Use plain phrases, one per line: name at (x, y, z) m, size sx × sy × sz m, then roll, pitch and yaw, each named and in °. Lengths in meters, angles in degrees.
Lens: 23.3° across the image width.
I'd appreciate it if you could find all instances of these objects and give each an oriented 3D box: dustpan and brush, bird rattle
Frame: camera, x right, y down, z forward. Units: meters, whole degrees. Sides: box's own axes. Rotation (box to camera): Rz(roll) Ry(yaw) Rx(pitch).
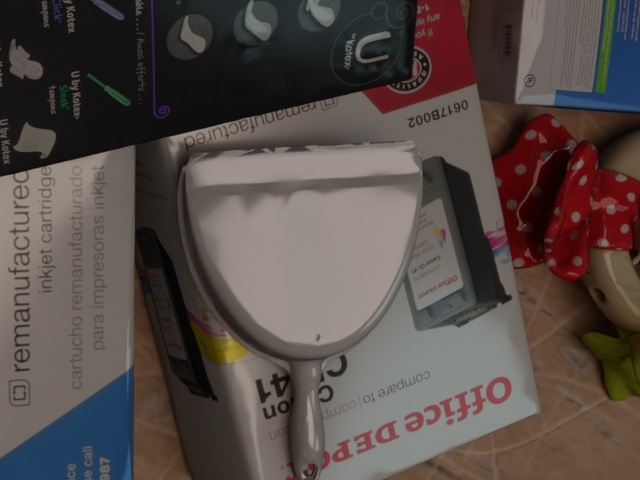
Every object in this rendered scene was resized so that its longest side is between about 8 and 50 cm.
dustpan and brush at (-0.009, 0.049, 0.934) m, size 0.147 × 0.060 × 0.211 m, roll -4°, pitch 93°, yaw -10°
bird rattle at (0.238, 0.001, 1.171) m, size 0.207 × 0.143 × 0.253 m, roll -41°, pitch 99°, yaw -27°

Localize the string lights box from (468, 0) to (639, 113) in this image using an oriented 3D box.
string lights box at (0.240, -0.160, 1.146) m, size 0.260 × 0.077 × 0.133 m, roll 2°, pitch 97°, yaw -26°

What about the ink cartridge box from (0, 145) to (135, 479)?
ink cartridge box at (-0.314, 0.074, 0.867) m, size 0.395 × 0.166 × 0.285 m, roll -3°, pitch 99°, yaw -25°

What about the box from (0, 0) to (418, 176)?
box at (-0.098, -0.154, 0.839) m, size 0.270 × 0.165 × 0.143 m, roll -15°, pitch 129°, yaw -23°

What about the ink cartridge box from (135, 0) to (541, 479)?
ink cartridge box at (0.000, 0.000, 1.027) m, size 0.226 × 0.131 × 0.306 m, roll -20°, pitch 104°, yaw -22°
